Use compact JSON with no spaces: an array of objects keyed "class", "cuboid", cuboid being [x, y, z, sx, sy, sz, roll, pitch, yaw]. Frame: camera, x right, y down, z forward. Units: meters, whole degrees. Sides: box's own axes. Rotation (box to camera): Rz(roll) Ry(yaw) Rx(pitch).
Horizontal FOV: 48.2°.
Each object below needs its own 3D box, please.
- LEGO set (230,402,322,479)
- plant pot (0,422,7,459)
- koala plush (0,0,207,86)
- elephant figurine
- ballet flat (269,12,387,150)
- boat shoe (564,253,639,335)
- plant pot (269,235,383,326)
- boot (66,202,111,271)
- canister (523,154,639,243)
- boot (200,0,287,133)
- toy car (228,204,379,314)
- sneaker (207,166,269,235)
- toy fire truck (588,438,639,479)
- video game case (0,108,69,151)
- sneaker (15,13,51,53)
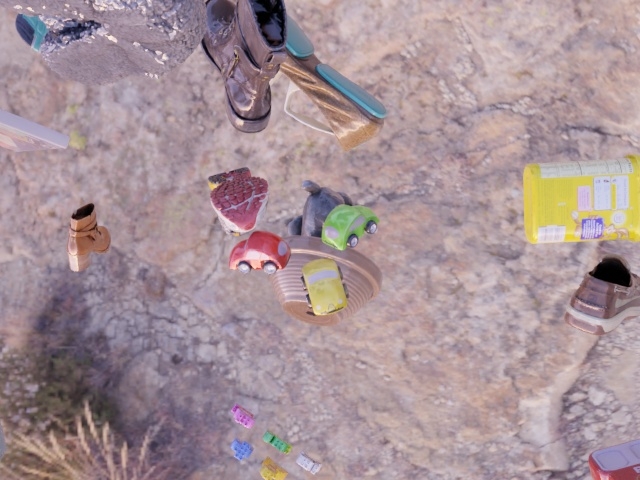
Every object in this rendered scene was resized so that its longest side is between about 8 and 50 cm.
[{"class":"LEGO set","cuboid":[-0.111,0.445,1.487,0.227,0.093,0.087,34,87,3]},{"class":"plant pot","cuboid":[-0.552,0.206,0.867,0.247,0.247,0.252,-122,31,-74]},{"class":"koala plush","cuboid":[-0.167,-0.270,0.605,0.203,0.196,0.221,7,71,29]},{"class":"elephant figurine","cuboid":[-0.003,0.011,1.593,0.186,0.169,0.239,41,108,14]},{"class":"ballet flat","cuboid":[-0.037,-0.287,1.256,0.342,0.116,0.124,43,118,1]},{"class":"boat shoe","cuboid":[0.456,0.069,1.103,0.095,0.257,0.095,19,110,28]},{"class":"plant pot","cuboid":[-0.004,0.095,1.392,0.237,0.237,0.110,-5,57,35]},{"class":"boot","cuboid":[-0.582,-0.030,1.813,0.072,0.197,0.152,9,120,-1]},{"class":"canister","cuboid":[0.388,-0.058,1.042,0.169,0.073,0.126,-3,97,4]},{"class":"boot","cuboid":[-0.101,-0.303,1.005,0.229,0.091,0.263,116,137,-62]},{"class":"toy car","cuboid":[0.000,0.000,1.095,0.239,0.225,0.053,25,139,40]},{"class":"sneaker","cuboid":[-0.117,-0.049,1.090,0.088,0.225,0.093,-15,107,-5]},{"class":"toy fire truck","cuboid":[0.563,0.330,1.007,0.302,0.254,0.169,-18,103,3]},{"class":"video game case","cuboid":[-0.513,-0.179,1.080,0.183,0.201,0.023,5,79,45]},{"class":"sneaker","cuboid":[-0.465,-0.363,1.355,0.223,0.098,0.083,27,88,2]}]
